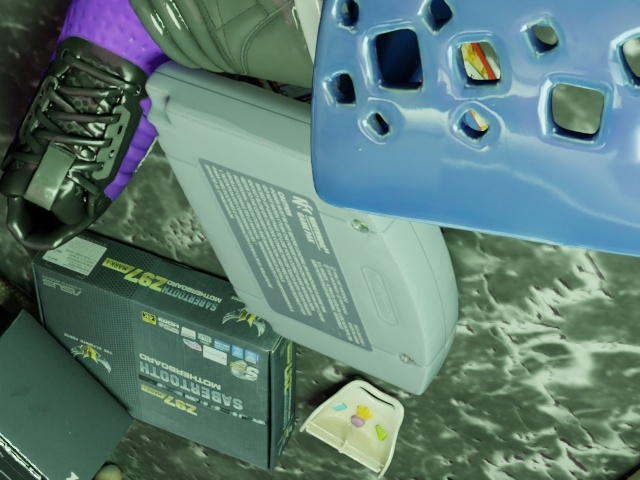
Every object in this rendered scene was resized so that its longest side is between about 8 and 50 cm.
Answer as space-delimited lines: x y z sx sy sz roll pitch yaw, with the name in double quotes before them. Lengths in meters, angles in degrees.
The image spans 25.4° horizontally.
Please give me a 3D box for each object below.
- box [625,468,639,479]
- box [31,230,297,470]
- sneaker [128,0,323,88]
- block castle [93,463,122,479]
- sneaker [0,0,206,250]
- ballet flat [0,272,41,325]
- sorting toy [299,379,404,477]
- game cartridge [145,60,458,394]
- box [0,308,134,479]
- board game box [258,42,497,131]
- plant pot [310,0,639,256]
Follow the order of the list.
"box" 0.276 0.275 1.127 0.148 0.121 0.311 36 136 -3
"box" -0.135 0.097 1.260 0.232 0.059 0.183 20 142 14
"sneaker" -0.065 -0.219 0.818 0.146 0.104 0.296 1 119 29
"block castle" -0.404 0.355 1.589 0.303 0.213 0.453 28 143 -3
"sneaker" -0.162 -0.086 1.014 0.102 0.146 0.293 31 141 -1
"ballet flat" -0.319 0.051 1.325 0.084 0.058 0.250 -6 129 37
"sorting toy" 0.037 0.154 1.233 0.083 0.045 0.075 31 133 0
"game cartridge" 0.000 0.000 1.017 0.196 0.060 0.294 26 156 29
"box" -0.298 0.166 1.314 0.153 0.108 0.207 49 144 -19
"board game box" 0.033 -0.112 0.947 0.146 0.045 0.193 -8 127 38
"plant pot" 0.129 -0.147 0.713 0.236 0.236 0.212 9 130 23
